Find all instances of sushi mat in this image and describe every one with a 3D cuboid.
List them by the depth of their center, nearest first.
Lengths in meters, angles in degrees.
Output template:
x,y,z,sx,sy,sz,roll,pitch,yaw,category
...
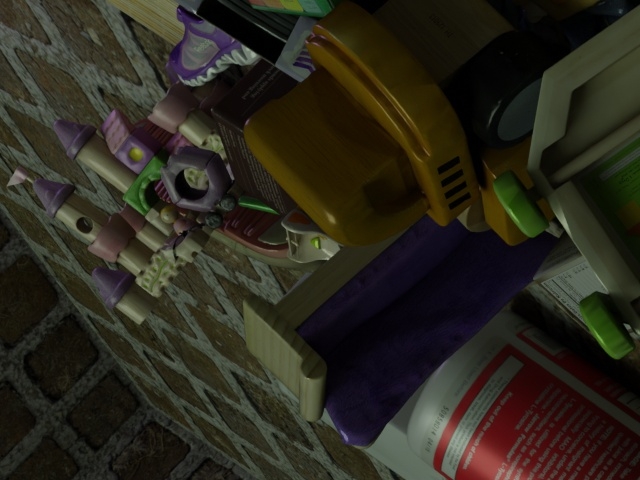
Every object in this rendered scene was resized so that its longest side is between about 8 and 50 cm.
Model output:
x,y,z,sx,sy,sz,roll,pitch,yaw,category
-0.263,-0.343,2.055,0.316,0.019,0.151,35,159,24,sushi mat

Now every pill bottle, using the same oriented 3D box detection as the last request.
x,y,z,sx,sy,sz,roll,pitch,yaw,category
0.328,0.285,1.889,0.408,0.229,0.229,35,160,22,pill bottle

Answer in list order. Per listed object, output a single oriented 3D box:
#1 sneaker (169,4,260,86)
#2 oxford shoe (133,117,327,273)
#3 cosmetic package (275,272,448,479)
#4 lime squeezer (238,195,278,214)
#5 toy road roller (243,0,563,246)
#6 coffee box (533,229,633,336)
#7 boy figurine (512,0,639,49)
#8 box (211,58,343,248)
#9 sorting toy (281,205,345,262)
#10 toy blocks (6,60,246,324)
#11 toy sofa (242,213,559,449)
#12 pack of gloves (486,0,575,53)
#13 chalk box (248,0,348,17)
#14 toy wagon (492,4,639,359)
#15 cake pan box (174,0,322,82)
x,y,z,sx,sy,sz,roll,pitch,yaw,category
-0.133,-0.261,1.834,0.104,0.095,0.236,38,158,-19,sneaker
-0.154,-0.056,2.285,0.397,0.140,0.146,34,167,31,oxford shoe
0.097,0.233,2.378,0.385,0.156,0.217,32,159,28,cosmetic package
0.042,-0.005,2.073,0.310,0.059,0.110,28,169,-19,lime squeezer
0.074,-0.094,1.353,0.202,0.240,0.329,48,174,25,toy road roller
0.314,-0.013,1.345,0.098,0.141,0.246,41,154,-6,coffee box
0.199,-0.226,1.250,0.285,0.092,0.177,46,165,-16,boy figurine
0.011,-0.114,1.755,0.203,0.168,0.167,35,160,24,box
0.000,0.000,1.703,0.075,0.045,0.083,28,159,15,sorting toy
-0.247,-0.089,2.004,0.260,0.288,0.309,39,-157,-5,toy blocks
0.102,0.039,1.607,0.177,0.362,0.150,44,162,16,toy sofa
0.222,-0.148,1.477,0.195,0.046,0.232,35,150,20,pack of gloves
-0.017,-0.287,1.358,0.132,0.213,0.132,20,151,50,chalk box
0.312,-0.017,1.163,0.344,0.267,0.068,56,-166,3,toy wagon
-0.019,-0.215,1.562,0.246,0.070,0.267,33,-168,24,cake pan box
